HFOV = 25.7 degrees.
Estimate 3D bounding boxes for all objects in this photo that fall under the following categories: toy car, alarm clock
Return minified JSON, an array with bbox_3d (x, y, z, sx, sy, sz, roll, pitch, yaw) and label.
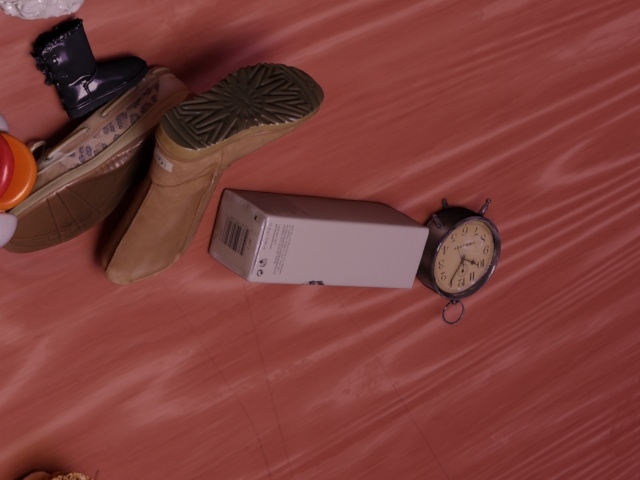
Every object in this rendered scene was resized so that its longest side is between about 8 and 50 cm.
[{"bbox_3d":[-0.387,-0.070,1.476,0.182,0.136,0.159,-4,84,-35],"label":"toy car"},{"bbox_3d":[0.194,0.035,2.032,0.129,0.064,0.192,-15,116,-32],"label":"alarm clock"}]

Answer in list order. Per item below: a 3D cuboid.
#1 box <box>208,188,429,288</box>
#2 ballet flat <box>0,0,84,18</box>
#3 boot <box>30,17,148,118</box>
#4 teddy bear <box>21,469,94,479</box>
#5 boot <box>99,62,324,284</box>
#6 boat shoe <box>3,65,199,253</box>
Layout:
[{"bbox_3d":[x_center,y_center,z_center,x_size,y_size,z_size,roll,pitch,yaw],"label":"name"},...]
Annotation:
[{"bbox_3d":[0.000,0.000,1.841,0.275,0.113,0.094,5,108,-37],"label":"box"},{"bbox_3d":[-0.325,-0.368,1.343,0.147,0.147,0.409,-39,129,-16],"label":"ballet flat"},{"bbox_3d":[-0.263,-0.206,1.595,0.121,0.045,0.099,-35,124,-19],"label":"boot"},{"bbox_3d":[-0.418,0.391,1.725,0.338,0.113,0.245,-49,124,2],"label":"teddy bear"},{"bbox_3d":[-0.135,-0.078,1.653,0.236,0.089,0.269,-22,156,-34],"label":"boot"},{"bbox_3d":[-0.265,-0.092,1.628,0.285,0.089,0.104,-36,154,-15],"label":"boat shoe"}]
